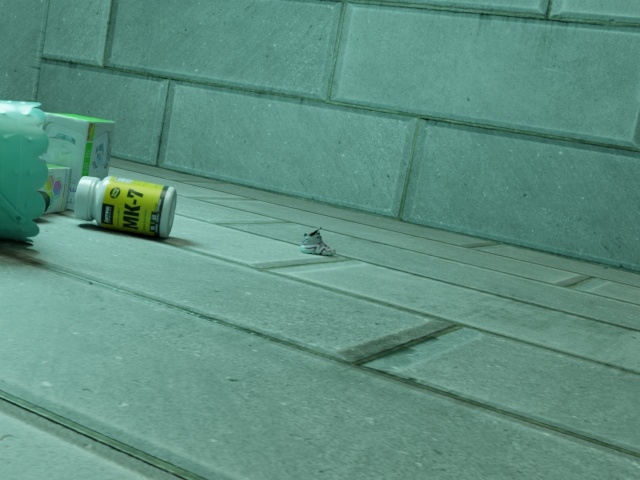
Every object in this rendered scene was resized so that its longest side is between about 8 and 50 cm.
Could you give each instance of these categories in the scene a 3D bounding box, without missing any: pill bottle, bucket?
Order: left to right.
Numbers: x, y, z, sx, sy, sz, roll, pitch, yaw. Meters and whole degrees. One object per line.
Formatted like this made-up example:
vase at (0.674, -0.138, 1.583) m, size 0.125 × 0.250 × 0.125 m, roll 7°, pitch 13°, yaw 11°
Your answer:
bucket at (-0.613, -0.132, 1.482) m, size 0.183 × 0.281 × 0.281 m, roll 2°, pitch 10°, yaw -31°
pill bottle at (-0.438, -0.079, 1.845) m, size 0.208 × 0.119 × 0.119 m, roll 9°, pitch 7°, yaw -3°

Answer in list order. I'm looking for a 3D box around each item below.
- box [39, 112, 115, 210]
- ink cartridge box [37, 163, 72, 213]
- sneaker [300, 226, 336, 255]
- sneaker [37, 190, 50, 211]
box at (-0.642, -0.208, 2.125) m, size 0.127 × 0.231 × 0.262 m, roll 10°, pitch 7°, yaw -1°
ink cartridge box at (-0.657, -0.119, 1.891) m, size 0.062 × 0.109 × 0.209 m, roll 11°, pitch 7°, yaw 10°
sneaker at (0.000, 0.000, 2.039) m, size 0.098 × 0.069 × 0.038 m, roll 6°, pitch 9°, yaw -31°
sneaker at (-0.686, -0.110, 1.704) m, size 0.109 × 0.130 × 0.286 m, roll 13°, pitch 6°, yaw 34°
